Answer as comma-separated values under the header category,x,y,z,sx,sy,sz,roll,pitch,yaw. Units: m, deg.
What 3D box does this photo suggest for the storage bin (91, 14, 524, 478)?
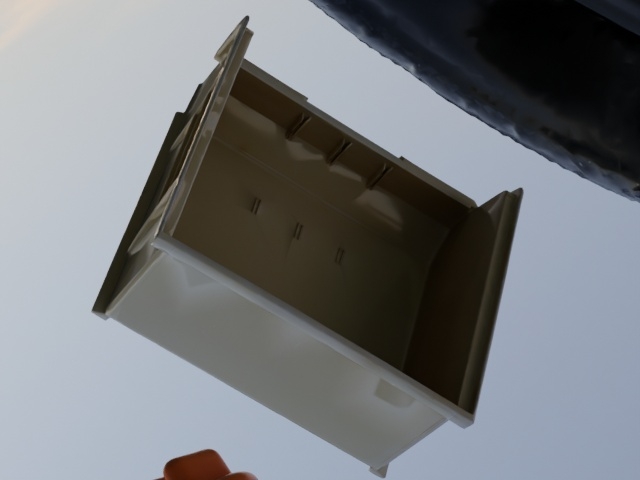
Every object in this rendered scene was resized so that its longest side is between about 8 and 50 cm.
category,x,y,z,sx,sy,sz,roll,pitch,yaw
storage bin,0.000,0.000,1.360,0.123,0.262,0.260,-45,-160,45

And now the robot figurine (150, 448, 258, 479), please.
category,x,y,z,sx,sy,sz,roll,pitch,yaw
robot figurine,-0.080,0.298,1.629,0.158,0.219,0.128,-31,164,-8

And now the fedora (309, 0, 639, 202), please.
category,x,y,z,sx,sy,sz,roll,pitch,yaw
fedora,0.087,-0.123,0.453,0.152,0.334,0.334,-57,-157,-6
